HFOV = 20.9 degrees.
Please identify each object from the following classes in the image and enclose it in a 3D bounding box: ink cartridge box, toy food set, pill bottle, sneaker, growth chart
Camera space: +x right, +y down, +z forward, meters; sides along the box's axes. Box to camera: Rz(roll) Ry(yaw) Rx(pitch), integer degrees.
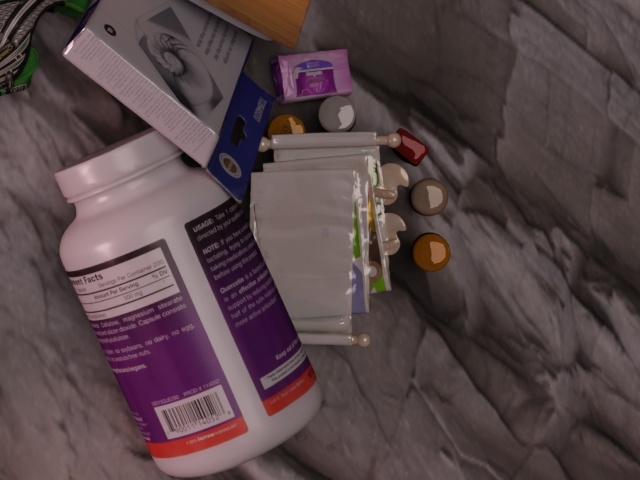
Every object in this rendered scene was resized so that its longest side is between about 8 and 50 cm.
[{"bbox_3d":[-0.130,-0.170,1.688,0.224,0.223,0.045,40,118,-17],"label":"ink cartridge box"},{"bbox_3d":[0.055,-0.070,1.825,0.232,0.104,0.111,35,91,1],"label":"toy food set"},{"bbox_3d":[-0.136,0.056,1.689,0.181,0.181,0.323,-26,98,-19],"label":"pill bottle"},{"bbox_3d":[-0.350,-0.174,1.635,0.343,0.134,0.146,-45,105,-15],"label":"sneaker"},{"bbox_3d":[0.000,0.000,1.768,0.172,0.021,0.237,7,99,4],"label":"growth chart"}]

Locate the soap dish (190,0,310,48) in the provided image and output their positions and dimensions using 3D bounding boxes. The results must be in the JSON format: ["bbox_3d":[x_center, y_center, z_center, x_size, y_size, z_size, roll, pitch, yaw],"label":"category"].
[{"bbox_3d":[-0.110,-0.352,1.696,0.291,0.118,0.229,28,55,-19],"label":"soap dish"}]

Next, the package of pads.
[{"bbox_3d":[-0.008,-0.172,1.817,0.083,0.032,0.050,-9,89,-21],"label":"package of pads"}]
